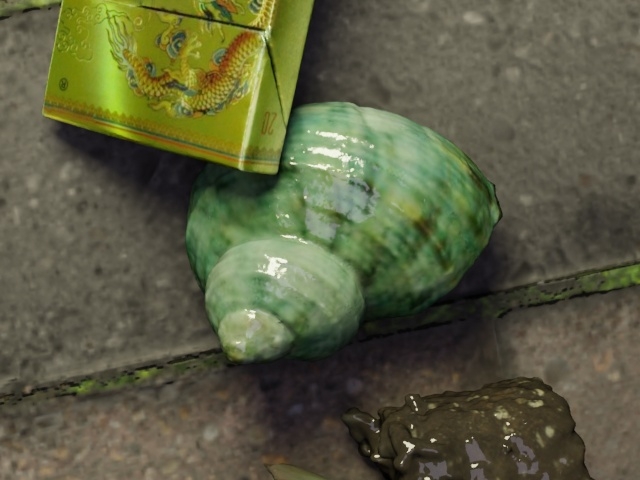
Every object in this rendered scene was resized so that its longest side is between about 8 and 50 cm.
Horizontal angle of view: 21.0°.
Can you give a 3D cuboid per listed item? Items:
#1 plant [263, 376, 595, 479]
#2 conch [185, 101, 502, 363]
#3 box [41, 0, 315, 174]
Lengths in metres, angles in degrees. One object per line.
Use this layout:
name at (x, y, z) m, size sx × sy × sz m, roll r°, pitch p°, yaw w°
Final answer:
plant at (0.069, 0.165, 1.093) m, size 0.203 × 0.131 × 0.142 m, roll -13°, pitch 98°, yaw -13°
conch at (0.001, -0.003, 1.071) m, size 0.176 × 0.122 × 0.188 m, roll 33°, pitch 88°, yaw 7°
box at (-0.067, -0.208, 1.036) m, size 0.173 × 0.043 × 0.311 m, roll 17°, pitch 96°, yaw 36°
